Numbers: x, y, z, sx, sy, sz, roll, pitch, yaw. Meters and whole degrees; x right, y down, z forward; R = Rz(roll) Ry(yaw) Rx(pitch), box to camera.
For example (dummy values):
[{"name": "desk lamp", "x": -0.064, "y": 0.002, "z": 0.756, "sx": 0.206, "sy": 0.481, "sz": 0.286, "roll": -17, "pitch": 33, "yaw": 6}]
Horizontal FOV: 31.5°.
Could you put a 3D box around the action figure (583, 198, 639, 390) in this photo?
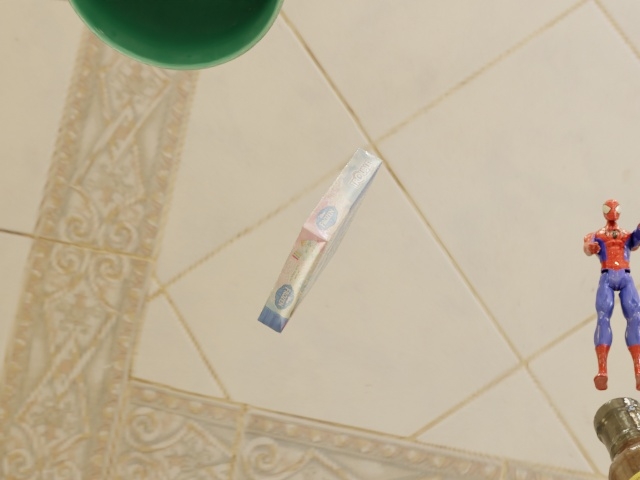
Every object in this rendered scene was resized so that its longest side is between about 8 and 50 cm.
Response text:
[{"name": "action figure", "x": 0.406, "y": 0.048, "z": 1.538, "sx": 0.091, "sy": 0.139, "sz": 0.280, "roll": 0, "pitch": 58, "yaw": 7}]

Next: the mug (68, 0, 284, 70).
[{"name": "mug", "x": -0.081, "y": -0.187, "z": 0.638, "sx": 0.129, "sy": 0.158, "sz": 0.097, "roll": -10, "pitch": 36, "yaw": 14}]

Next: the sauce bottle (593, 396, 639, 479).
[{"name": "sauce bottle", "x": 0.403, "y": 0.307, "z": 1.323, "sx": 0.111, "sy": 0.344, "sz": 0.111, "roll": -3, "pitch": 120, "yaw": -5}]

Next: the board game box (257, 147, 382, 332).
[{"name": "board game box", "x": 0.000, "y": 0.000, "z": 0.706, "sx": 0.020, "sy": 0.090, "sz": 0.090, "roll": 30, "pitch": 44, "yaw": 5}]
